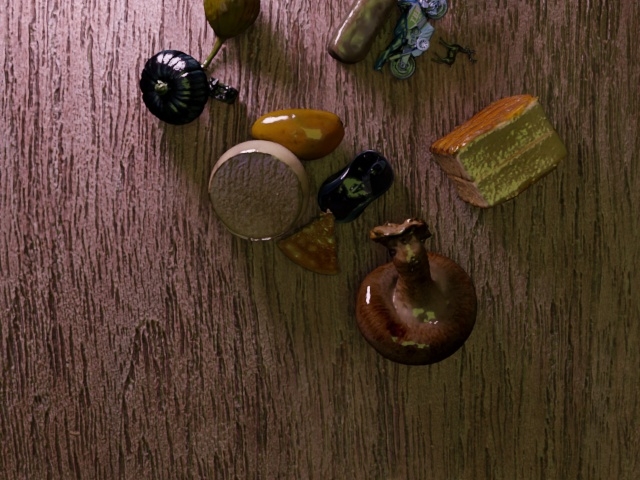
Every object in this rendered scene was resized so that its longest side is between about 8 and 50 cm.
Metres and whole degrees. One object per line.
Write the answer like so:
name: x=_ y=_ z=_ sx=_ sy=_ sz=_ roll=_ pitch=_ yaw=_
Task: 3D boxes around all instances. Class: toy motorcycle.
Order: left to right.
toy motorcycle: x=0.238 y=-0.563 z=1.927 sx=0.135 sy=0.092 sz=0.254 roll=28 pitch=103 yaw=0

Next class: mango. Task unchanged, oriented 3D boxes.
mango: x=-0.061 y=-0.286 z=1.914 sx=0.253 sy=0.113 sz=0.138 roll=2 pitch=109 yaw=0

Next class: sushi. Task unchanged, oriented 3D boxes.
sushi: x=-0.265 y=-0.396 z=1.891 sx=0.083 sy=0.085 sz=0.056 roll=26 pitch=94 yaw=-10

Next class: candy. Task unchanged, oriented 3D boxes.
candy: x=0.113 y=-0.583 z=1.901 sx=0.102 sy=0.104 sz=0.234 roll=30 pitch=93 yaw=-14

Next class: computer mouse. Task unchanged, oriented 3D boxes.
computer mouse: x=0.097 y=-0.149 z=1.957 sx=0.233 sy=0.096 sz=0.137 roll=-45 pitch=99 yaw=2

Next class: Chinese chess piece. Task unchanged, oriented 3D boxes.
Chinese chess piece: x=-0.163 y=-0.131 z=1.885 sx=0.270 sy=0.112 sz=0.270 roll=2 pitch=115 yaw=4

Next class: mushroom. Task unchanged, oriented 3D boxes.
mushroom: x=0.277 y=0.146 z=1.909 sx=0.331 sy=0.356 sz=0.334 roll=-6 pitch=56 yaw=-31

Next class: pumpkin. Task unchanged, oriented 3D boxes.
pumpkin: x=-0.380 y=-0.397 z=1.842 sx=0.150 sy=0.194 sz=0.194 roll=-10 pitch=100 yaw=-36

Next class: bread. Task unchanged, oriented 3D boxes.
bread: x=0.471 y=-0.238 z=1.896 sx=0.279 sy=0.279 sz=0.207 roll=-33 pitch=100 yaw=-2

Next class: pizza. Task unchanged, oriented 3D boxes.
pizza: x=0.000 y=0.000 z=1.974 sx=0.201 sy=0.053 sz=0.193 roll=34 pitch=113 yaw=-4

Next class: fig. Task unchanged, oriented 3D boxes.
fig: x=-0.243 y=-0.559 z=1.859 sx=0.151 sy=0.151 sz=0.259 roll=11 pitch=117 yaw=-8

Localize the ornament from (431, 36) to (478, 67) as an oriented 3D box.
ornament: x=0.379 y=-0.515 z=1.978 sx=0.125 sy=0.028 sz=0.073 roll=18 pitch=94 yaw=-7
